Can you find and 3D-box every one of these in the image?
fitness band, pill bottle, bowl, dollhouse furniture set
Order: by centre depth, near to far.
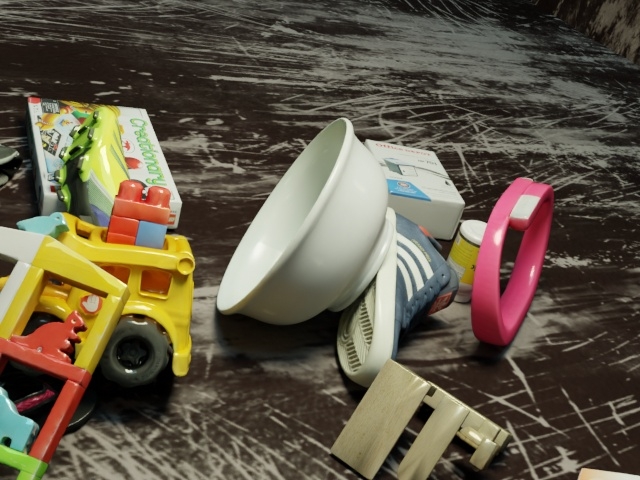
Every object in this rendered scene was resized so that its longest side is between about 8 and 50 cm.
[{"bbox_3d":[0.122,0.235,1.024,0.144,0.123,0.151,32,-3,23],"label":"dollhouse furniture set"},{"bbox_3d":[0.000,0.000,1.142,0.134,0.298,0.298,34,27,-14],"label":"bowl"},{"bbox_3d":[0.278,0.029,1.274,0.054,0.209,0.291,13,26,22],"label":"fitness band"},{"bbox_3d":[0.223,0.033,1.327,0.065,0.116,0.065,13,30,-8],"label":"pill bottle"}]

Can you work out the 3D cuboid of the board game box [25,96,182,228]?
[{"bbox_3d":[-0.339,-0.122,1.351,0.193,0.053,0.305,2,33,-25],"label":"board game box"}]

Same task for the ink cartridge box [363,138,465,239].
[{"bbox_3d":[0.149,-0.089,1.533,0.140,0.082,0.190,8,32,-17],"label":"ink cartridge box"}]

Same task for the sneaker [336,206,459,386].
[{"bbox_3d":[0.117,0.077,1.194,0.148,0.131,0.350,25,34,-10],"label":"sneaker"}]

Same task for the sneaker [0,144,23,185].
[{"bbox_3d":[-0.502,-0.136,1.277,0.132,0.086,0.228,13,31,-31],"label":"sneaker"}]

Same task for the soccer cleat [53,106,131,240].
[{"bbox_3d":[-0.281,-0.052,1.178,0.121,0.093,0.289,24,43,-40],"label":"soccer cleat"}]

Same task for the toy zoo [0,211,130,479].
[{"bbox_3d":[-0.309,0.102,0.832,0.192,0.030,0.293,21,69,4],"label":"toy zoo"}]

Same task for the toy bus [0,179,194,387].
[{"bbox_3d":[-0.239,0.034,0.952,0.220,0.211,0.149,8,12,-14],"label":"toy bus"}]

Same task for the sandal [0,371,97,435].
[{"bbox_3d":[-0.317,0.161,0.897,0.179,0.040,0.067,6,31,-20],"label":"sandal"}]

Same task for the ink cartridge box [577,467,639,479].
[{"bbox_3d":[0.353,0.308,0.936,0.179,0.045,0.145,-2,20,28],"label":"ink cartridge box"}]
